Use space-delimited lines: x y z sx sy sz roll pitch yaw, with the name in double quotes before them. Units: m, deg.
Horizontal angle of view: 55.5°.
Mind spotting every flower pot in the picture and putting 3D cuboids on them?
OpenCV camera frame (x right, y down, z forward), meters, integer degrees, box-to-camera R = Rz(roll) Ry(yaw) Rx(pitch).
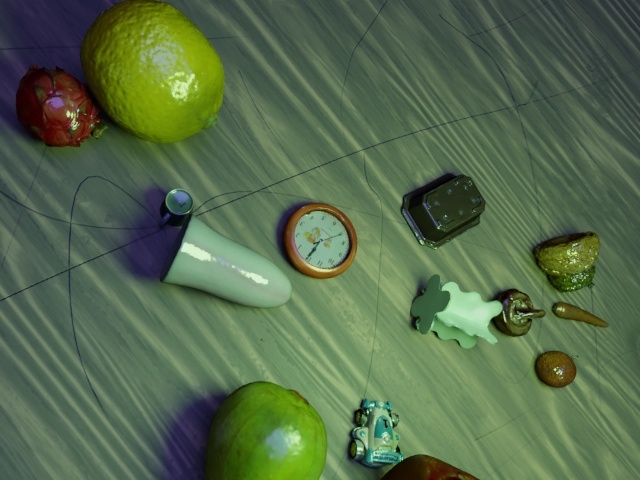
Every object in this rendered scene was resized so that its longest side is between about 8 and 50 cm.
"flower pot" 0.366 -0.097 1.736 0.251 0.084 0.178 -28 84 -25

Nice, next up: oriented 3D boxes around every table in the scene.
"table" 0.368 0.199 1.611 0.199 0.166 0.166 23 67 -20

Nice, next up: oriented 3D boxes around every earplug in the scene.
"earplug" -0.203 0.073 1.441 0.301 0.172 0.172 24 67 -18

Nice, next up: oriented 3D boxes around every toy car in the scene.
"toy car" 0.149 0.467 1.471 0.126 0.098 0.161 14 71 -18

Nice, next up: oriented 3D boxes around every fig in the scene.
"fig" -0.125 0.472 1.298 0.258 0.258 0.326 23 85 -12

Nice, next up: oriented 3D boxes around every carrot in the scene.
"carrot" 0.780 0.226 1.811 0.216 0.048 0.048 18 68 -20

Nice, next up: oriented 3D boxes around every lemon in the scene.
"lemon" -0.391 -0.395 1.430 0.336 0.336 0.335 6 72 -18

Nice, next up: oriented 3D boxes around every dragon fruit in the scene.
"dragon fruit" -0.607 -0.303 1.403 0.209 0.172 0.172 41 64 -11

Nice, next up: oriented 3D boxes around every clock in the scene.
"clock" 0.000 0.000 1.589 0.205 0.051 0.205 6 72 -19

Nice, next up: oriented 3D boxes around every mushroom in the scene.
"mushroom" 0.558 0.204 1.714 0.171 0.080 0.135 8 83 -18

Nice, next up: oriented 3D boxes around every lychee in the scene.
"lychee" 0.663 0.360 1.697 0.115 0.140 0.101 1 74 20

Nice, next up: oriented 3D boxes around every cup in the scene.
"cup" -0.352 -0.073 1.469 0.078 0.077 0.100 38 65 -5

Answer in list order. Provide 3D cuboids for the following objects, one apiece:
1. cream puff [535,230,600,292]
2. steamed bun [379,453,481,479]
"cream puff" 0.738 0.075 1.781 0.184 0.183 0.168 -18 93 -24
"steamed bun" 0.204 0.665 1.341 0.235 0.248 0.379 30 82 -12
